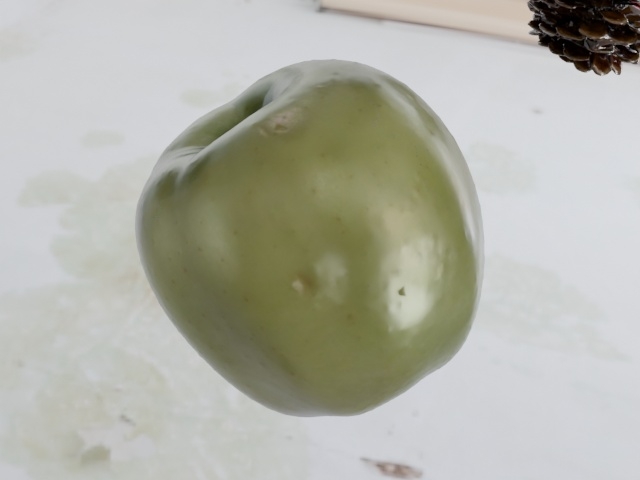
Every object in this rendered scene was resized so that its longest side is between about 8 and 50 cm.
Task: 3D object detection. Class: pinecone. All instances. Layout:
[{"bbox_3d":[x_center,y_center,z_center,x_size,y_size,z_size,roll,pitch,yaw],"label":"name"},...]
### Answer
[{"bbox_3d":[0.335,-0.296,1.441,0.162,0.165,0.163,7,-142,-5],"label":"pinecone"}]

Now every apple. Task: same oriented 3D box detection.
[{"bbox_3d":[0.000,0.000,1.183,0.357,0.357,0.357,5,-152,-3],"label":"apple"}]
